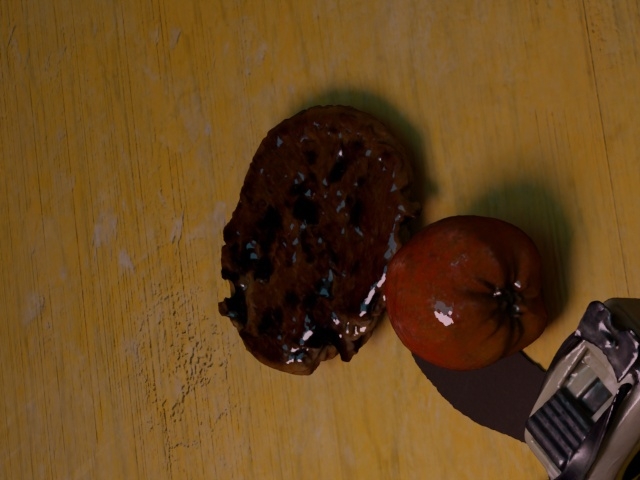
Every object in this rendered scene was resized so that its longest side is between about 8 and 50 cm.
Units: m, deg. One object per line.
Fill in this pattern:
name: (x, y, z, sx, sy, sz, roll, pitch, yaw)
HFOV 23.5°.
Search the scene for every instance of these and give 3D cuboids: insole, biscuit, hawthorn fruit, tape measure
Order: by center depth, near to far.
tape measure: (0.288, 0.160, 1.492, 0.231, 0.271, 0.133, -54, 55, 25)
hawthorn fruit: (0.158, 0.059, 1.691, 0.189, 0.189, 0.189, -2, 86, 42)
insole: (0.217, 0.171, 1.736, 0.328, 0.007, 0.111, 30, 110, 39)
biscuit: (0.003, 0.002, 1.890, 0.289, 0.081, 0.334, 39, 109, 37)

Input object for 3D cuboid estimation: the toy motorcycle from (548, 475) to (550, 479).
toy motorcycle: (0.270, 0.301, 1.646, 0.193, 0.061, 0.124, -1, 85, 44)
